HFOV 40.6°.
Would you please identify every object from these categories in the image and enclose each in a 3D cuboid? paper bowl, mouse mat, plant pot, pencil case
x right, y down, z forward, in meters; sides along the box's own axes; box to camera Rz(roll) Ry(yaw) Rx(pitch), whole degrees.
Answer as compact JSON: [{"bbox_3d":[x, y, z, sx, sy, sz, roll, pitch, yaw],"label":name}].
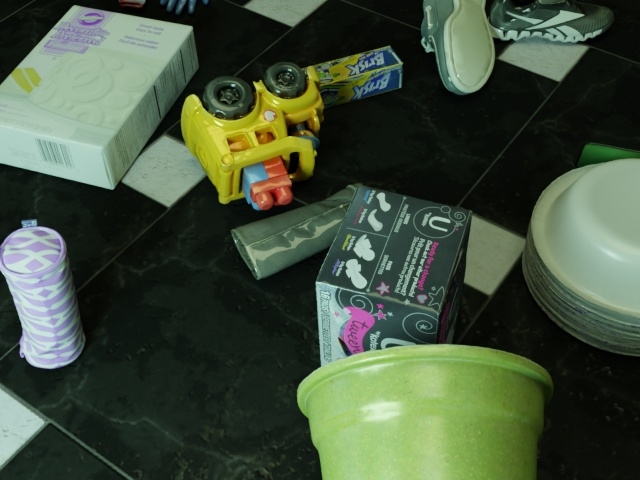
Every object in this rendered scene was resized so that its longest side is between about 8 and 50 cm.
[{"bbox_3d":[0.422,0.002,1.161,0.284,0.148,0.284,-2,49,2],"label":"paper bowl"},{"bbox_3d":[0.473,-0.108,1.266,0.190,0.152,0.007,13,84,12],"label":"mouse mat"},{"bbox_3d":[0.113,0.274,0.876,0.276,0.276,0.253,-1,60,1],"label":"plant pot"},{"bbox_3d":[-0.350,0.075,1.084,0.088,0.206,0.086,-11,47,-14],"label":"pencil case"}]

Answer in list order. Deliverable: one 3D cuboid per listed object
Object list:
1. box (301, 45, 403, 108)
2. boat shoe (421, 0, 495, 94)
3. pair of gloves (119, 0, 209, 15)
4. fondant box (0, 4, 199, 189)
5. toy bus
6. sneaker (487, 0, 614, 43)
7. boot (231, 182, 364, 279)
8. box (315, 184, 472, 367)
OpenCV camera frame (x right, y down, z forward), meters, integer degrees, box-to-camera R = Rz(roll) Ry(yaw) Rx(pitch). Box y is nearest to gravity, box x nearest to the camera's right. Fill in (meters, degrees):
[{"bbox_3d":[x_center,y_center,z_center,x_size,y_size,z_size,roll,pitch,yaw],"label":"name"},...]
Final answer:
[{"bbox_3d":[0.054,-0.277,1.480,0.169,0.054,0.059,-18,50,-13],"label":"box"},{"bbox_3d":[0.236,-0.373,1.551,0.116,0.099,0.319,25,52,-30],"label":"boat shoe"},{"bbox_3d":[-0.310,-0.499,1.712,0.198,0.023,0.159,5,47,6],"label":"pair of gloves"},{"bbox_3d":[-0.380,-0.249,1.444,0.238,0.096,0.330,13,49,14],"label":"fondant box"},{"bbox_3d":[-0.076,-0.142,1.318,0.220,0.149,0.211,-19,64,-18],"label":"toy bus"},{"bbox_3d":[0.416,-0.415,1.555,0.234,0.106,0.078,0,49,2],"label":"sneaker"},{"bbox_3d":[0.001,0.002,1.221,0.209,0.076,0.189,-19,36,-23],"label":"boot"},{"bbox_3d":[0.088,0.086,1.028,0.142,0.247,0.163,13,50,14],"label":"box"}]
